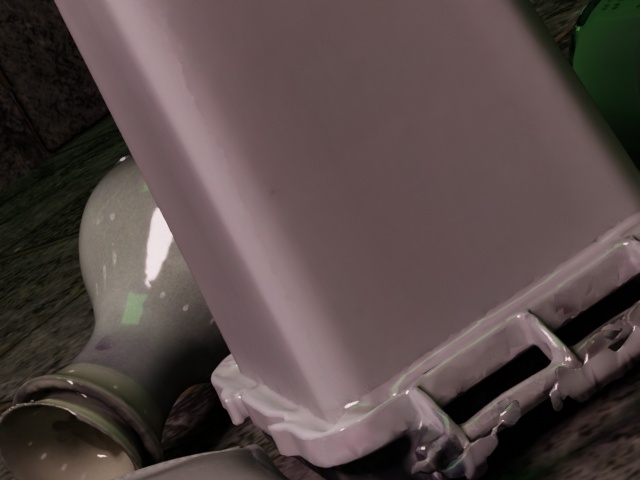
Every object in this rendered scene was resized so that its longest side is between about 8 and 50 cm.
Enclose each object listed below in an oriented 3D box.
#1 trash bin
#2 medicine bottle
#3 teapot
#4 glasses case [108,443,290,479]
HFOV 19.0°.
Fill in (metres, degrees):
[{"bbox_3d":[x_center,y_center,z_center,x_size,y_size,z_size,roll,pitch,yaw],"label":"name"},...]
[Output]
[{"bbox_3d":[0.012,-0.071,1.002,0.256,0.368,0.296,-32,13,-11],"label":"trash bin"},{"bbox_3d":[0.240,-0.101,1.149,0.135,0.135,0.168,-32,12,-11],"label":"medicine bottle"},{"bbox_3d":[-0.107,0.062,1.256,0.183,0.183,0.251,-20,28,39],"label":"teapot"},{"bbox_3d":[-0.040,0.162,0.874,0.128,0.083,0.308,-27,11,-13],"label":"glasses case"}]
